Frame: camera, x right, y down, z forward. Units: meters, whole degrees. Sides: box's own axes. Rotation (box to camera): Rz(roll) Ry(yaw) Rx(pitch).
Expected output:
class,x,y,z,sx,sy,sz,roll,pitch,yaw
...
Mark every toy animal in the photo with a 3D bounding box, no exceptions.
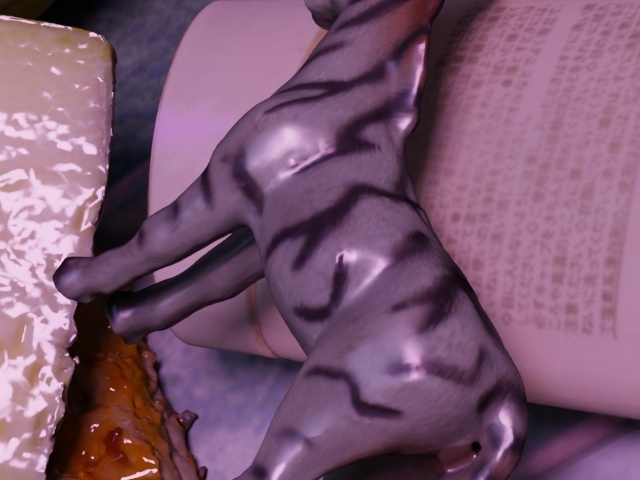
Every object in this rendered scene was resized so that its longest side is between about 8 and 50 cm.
class,x,y,z,sx,sy,sz,roll,pitch,yaw
toy animal,-0.016,0.002,0.543,0.170,0.090,0.255,-17,64,24

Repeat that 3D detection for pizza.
class,x,y,z,sx,sy,sz,roll,pitch,yaw
pizza,-0.180,0.072,0.744,0.335,0.086,0.226,11,79,40

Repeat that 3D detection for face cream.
class,x,y,z,sx,sy,sz,roll,pitch,yaw
face cream,0.068,-0.023,0.602,0.348,0.081,0.174,4,71,38

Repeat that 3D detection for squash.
class,x,y,z,sx,sy,sz,roll,pitch,yaw
squash,-0.219,0.003,0.643,0.204,0.155,0.237,-1,72,35

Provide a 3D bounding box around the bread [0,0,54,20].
class,x,y,z,sx,sy,sz,roll,pitch,yaw
bread,-0.285,-0.219,0.783,0.307,0.348,0.348,-35,53,16
